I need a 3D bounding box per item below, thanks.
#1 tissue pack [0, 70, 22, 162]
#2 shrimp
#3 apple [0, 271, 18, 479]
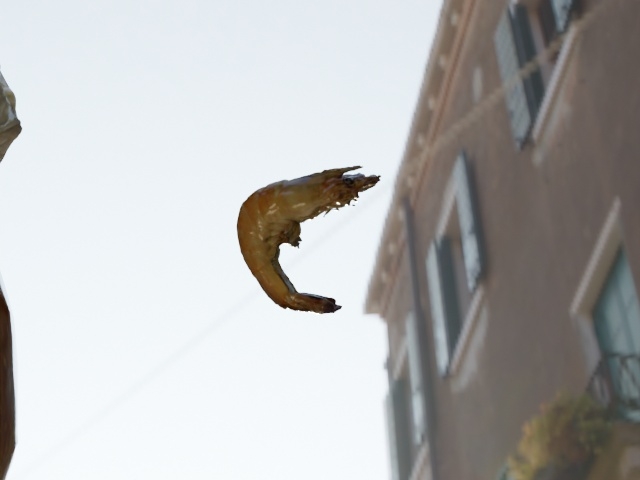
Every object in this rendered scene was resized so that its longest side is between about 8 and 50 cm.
[{"bbox_3d":[-0.421,-0.204,1.093,0.375,0.195,0.390,10,-43,25],"label":"tissue pack"},{"bbox_3d":[0.000,0.000,0.856,0.114,0.023,0.083,-22,-91,39],"label":"shrimp"},{"bbox_3d":[-0.247,0.069,0.541,0.250,0.309,0.277,44,-33,-14],"label":"apple"}]
